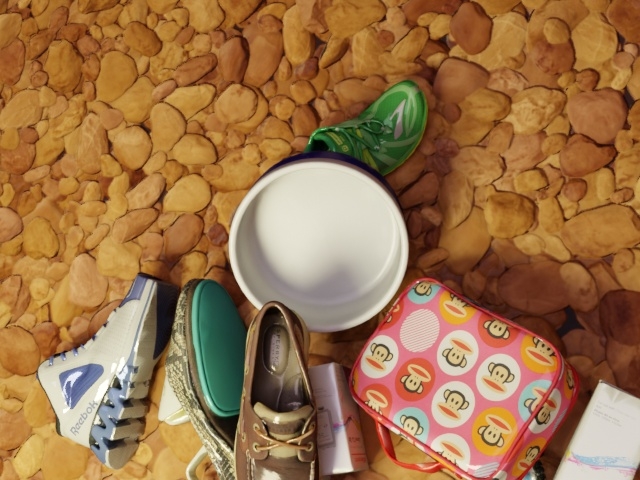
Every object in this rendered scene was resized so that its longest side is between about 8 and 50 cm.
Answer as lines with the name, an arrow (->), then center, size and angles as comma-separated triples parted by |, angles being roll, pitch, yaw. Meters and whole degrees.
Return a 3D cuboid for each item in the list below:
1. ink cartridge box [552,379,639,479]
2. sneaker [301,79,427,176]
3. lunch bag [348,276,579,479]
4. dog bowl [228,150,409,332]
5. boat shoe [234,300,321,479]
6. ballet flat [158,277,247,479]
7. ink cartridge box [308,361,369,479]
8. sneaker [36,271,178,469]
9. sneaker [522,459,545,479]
ink cartridge box -> 0.375, 0.307, 1.214 | 0.093, 0.154, 0.212 | 23, 83, 19
sneaker -> 0.055, -0.143, 1.426 | 0.295, 0.123, 0.109 | -43, 70, 1
lunch bag -> 0.188, 0.215, 1.272 | 0.293, 0.120, 0.258 | 32, 85, 39
dog bowl -> 0.000, 0.000, 1.355 | 0.265, 0.104, 0.264 | 1, 106, 4
boat shoe -> -0.059, 0.250, 1.229 | 0.123, 0.123, 0.341 | 1, 74, 0
ballet flat -> -0.147, 0.300, 1.371 | 0.182, 0.164, 0.482 | -36, 71, 24
ink cartridge box -> 0.021, 0.289, 1.336 | 0.067, 0.115, 0.198 | -13, 75, 13
sneaker -> -0.362, 0.194, 1.457 | 0.182, 0.127, 0.315 | 14, 83, 16
sneaker -> 0.271, 0.312, 1.300 | 0.073, 0.063, 0.162 | -32, 62, 16
